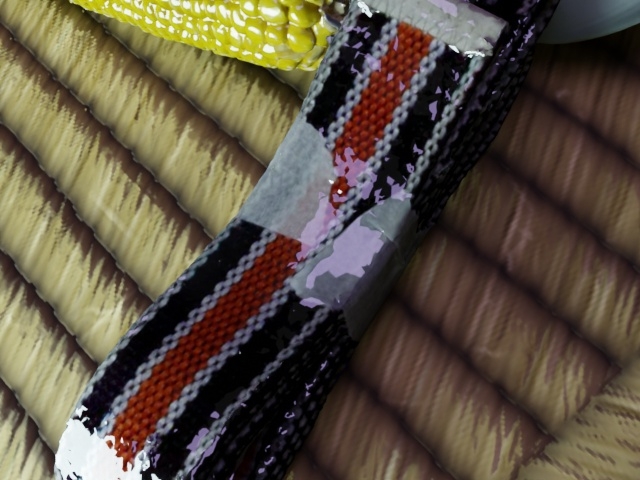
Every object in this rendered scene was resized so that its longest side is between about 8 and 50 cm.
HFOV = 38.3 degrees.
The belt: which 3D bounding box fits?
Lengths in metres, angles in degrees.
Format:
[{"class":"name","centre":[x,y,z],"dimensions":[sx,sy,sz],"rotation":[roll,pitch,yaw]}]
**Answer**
[{"class":"belt","centre":[0.000,0.000,0.482],"dimensions":[0.094,0.126,0.360],"rotation":[30,80,18]}]

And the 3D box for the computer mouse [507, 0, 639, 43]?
[{"class":"computer mouse","centre":[0.124,-0.184,0.561],"dimensions":[0.230,0.079,0.128],"rotation":[23,72,38]}]

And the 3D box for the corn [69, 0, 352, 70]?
[{"class":"corn","centre":[-0.099,-0.180,0.589],"dimensions":[0.305,0.106,0.106],"rotation":[19,71,25]}]
